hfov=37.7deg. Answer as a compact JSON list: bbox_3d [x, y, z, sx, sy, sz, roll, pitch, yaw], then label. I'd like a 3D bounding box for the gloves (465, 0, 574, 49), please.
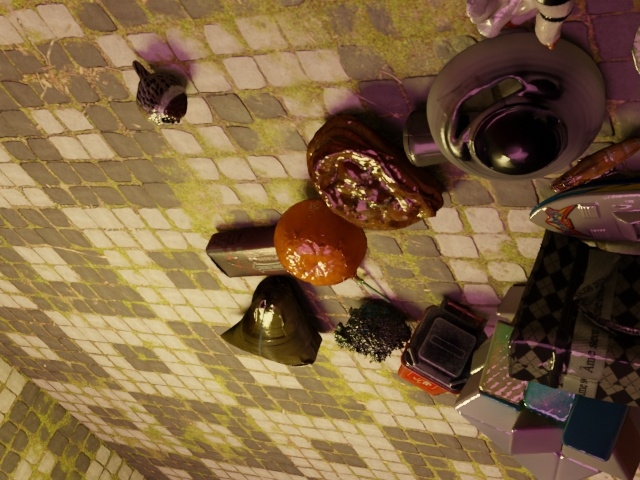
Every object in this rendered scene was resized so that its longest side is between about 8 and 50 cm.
[{"bbox_3d":[0.281,-0.348,1.266,0.140,0.131,0.218,20,179,2],"label":"gloves"}]

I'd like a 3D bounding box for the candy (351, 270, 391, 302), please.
[{"bbox_3d":[0.096,0.092,2.106,0.060,0.060,0.201,-10,143,42],"label":"candy"}]

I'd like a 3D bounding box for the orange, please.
[{"bbox_3d":[0.000,0.000,1.915,0.193,0.161,0.193,11,143,8],"label":"orange"}]

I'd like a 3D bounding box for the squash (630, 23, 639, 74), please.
[{"bbox_3d":[0.498,-0.274,1.214,0.170,0.122,0.170,17,148,11],"label":"squash"}]

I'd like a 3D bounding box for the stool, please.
[{"bbox_3d":[0.199,-0.175,1.588,0.110,0.096,0.096,-1,141,24],"label":"stool"}]

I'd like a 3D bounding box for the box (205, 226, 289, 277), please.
[{"bbox_3d":[-0.141,0.028,2.135,0.224,0.069,0.120,-4,139,35],"label":"box"}]

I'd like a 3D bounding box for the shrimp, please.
[{"bbox_3d":[0.438,-0.123,1.495,0.163,0.095,0.045,-28,98,11],"label":"shrimp"}]

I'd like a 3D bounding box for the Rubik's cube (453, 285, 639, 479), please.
[{"bbox_3d":[0.473,0.271,1.847,0.387,0.358,0.368,39,143,-4],"label":"Rubik's cube"}]

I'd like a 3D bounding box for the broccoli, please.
[{"bbox_3d":[0.123,0.217,2.211,0.154,0.167,0.160,51,-178,14],"label":"broccoli"}]

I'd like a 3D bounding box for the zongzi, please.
[{"bbox_3d":[-0.169,0.195,2.342,0.300,0.138,0.286,7,142,28],"label":"zongzi"}]

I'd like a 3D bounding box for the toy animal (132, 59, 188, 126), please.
[{"bbox_3d":[-0.302,-0.279,1.761,0.098,0.098,0.137,-6,117,38],"label":"toy animal"}]

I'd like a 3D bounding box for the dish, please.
[{"bbox_3d":[0.300,-0.167,1.421,0.274,0.133,0.273,2,136,2],"label":"dish"}]

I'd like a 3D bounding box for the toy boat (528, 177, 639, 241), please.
[{"bbox_3d":[0.495,-0.044,1.592,0.295,0.088,0.129,-1,141,34],"label":"toy boat"}]

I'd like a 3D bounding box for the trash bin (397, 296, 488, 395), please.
[{"bbox_3d":[0.269,0.252,2.127,0.161,0.184,0.238,29,163,4],"label":"trash bin"}]

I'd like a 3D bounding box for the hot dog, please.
[{"bbox_3d":[0.102,-0.109,1.721,0.272,0.122,0.196,39,139,-21],"label":"hot dog"}]

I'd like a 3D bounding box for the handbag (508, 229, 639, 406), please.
[{"bbox_3d":[0.554,0.127,1.618,0.416,0.316,0.180,10,140,14],"label":"handbag"}]
